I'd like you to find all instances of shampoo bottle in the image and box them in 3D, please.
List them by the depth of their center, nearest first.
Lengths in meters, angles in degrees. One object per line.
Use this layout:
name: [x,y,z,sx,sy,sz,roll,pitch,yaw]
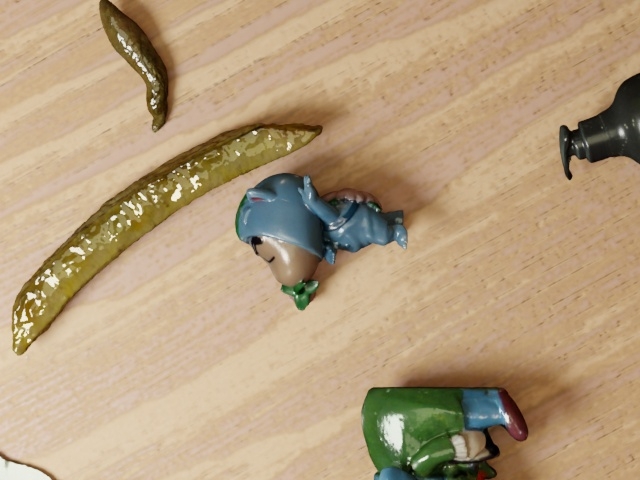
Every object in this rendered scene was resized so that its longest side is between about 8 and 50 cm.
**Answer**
shampoo bottle: [0.379,-0.136,1.485,0.284,0.101,0.101,-18,90,5]

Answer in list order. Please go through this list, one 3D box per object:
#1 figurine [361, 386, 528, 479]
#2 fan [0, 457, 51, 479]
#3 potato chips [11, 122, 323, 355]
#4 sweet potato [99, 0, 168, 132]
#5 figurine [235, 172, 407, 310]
figurine: [0.124,0.268,1.514,0.185,0.127,0.234,0,82,-4]
fan: [-0.367,0.259,1.596,0.182,0.010,0.310,-15,93,5]
potato chips: [-0.180,-0.027,1.551,0.407,0.057,0.080,-35,95,5]
sweet potato: [-0.193,-0.192,1.559,0.041,0.038,0.153,-21,99,26]
figurine: [0.000,0.003,1.520,0.178,0.114,0.144,2,93,-4]
